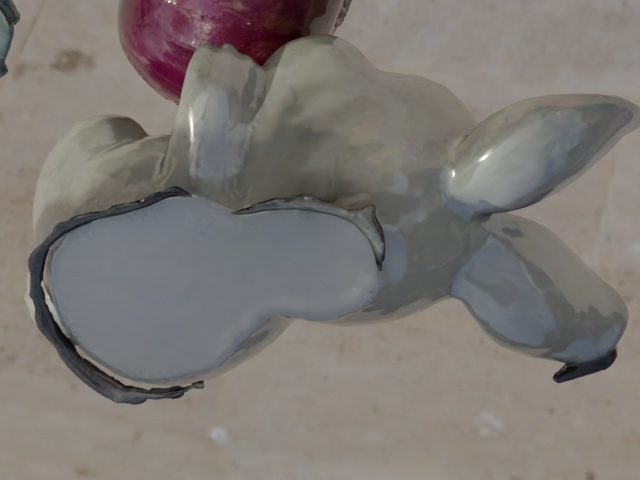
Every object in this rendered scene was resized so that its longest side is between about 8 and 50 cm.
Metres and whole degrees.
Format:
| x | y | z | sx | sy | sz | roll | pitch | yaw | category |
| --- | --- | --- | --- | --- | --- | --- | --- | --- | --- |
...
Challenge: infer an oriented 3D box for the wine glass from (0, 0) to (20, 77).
| x | y | z | sx | sy | sz | roll | pitch | yaw | category |
| --- | --- | --- | --- | --- | --- | --- | --- | --- | --- |
| -0.152 | -0.144 | 0.600 | 0.122 | 0.183 | 0.122 | -3 | 154 | -2 | wine glass |

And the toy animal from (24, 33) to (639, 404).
| x | y | z | sx | sy | sz | roll | pitch | yaw | category |
| --- | --- | --- | --- | --- | --- | --- | --- | --- | --- |
| -0.004 | -0.006 | 0.864 | 0.325 | 0.154 | 0.208 | 8 | 127 | 14 | toy animal |

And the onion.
| x | y | z | sx | sy | sz | roll | pitch | yaw | category |
| --- | --- | --- | --- | --- | --- | --- | --- | --- | --- |
| -0.050 | -0.157 | 0.923 | 0.153 | 0.177 | 0.177 | 9 | 147 | -34 | onion |
